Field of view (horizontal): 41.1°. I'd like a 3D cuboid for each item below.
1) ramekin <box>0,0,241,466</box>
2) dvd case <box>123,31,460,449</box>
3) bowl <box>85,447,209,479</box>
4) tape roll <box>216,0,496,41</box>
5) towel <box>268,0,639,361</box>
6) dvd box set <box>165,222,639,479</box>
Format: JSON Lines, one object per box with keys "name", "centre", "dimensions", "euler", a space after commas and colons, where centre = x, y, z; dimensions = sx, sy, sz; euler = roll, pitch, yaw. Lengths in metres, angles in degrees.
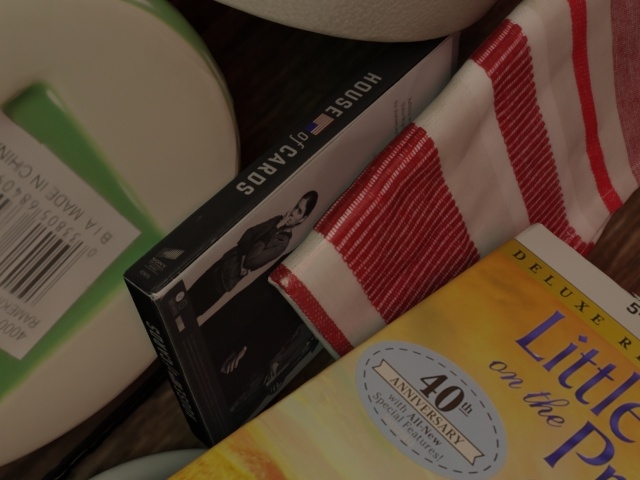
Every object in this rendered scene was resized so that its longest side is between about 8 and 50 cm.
{"name": "ramekin", "centre": [-0.184, -0.025, 0.410], "dimensions": [0.303, 0.303, 0.148], "euler": [-45, 56, -11]}
{"name": "dvd case", "centre": [0.000, 0.000, 0.511], "dimensions": [0.030, 0.179, 0.239], "euler": [33, 62, 26]}
{"name": "bowl", "centre": [-0.061, 0.280, 0.498], "dimensions": [0.298, 0.134, 0.297], "euler": [2, 86, -25]}
{"name": "tape roll", "centre": [-0.037, -0.271, 0.471], "dimensions": [0.392, 0.072, 0.391], "euler": [19, 46, -21]}
{"name": "towel", "centre": [0.131, -0.033, 0.555], "dimensions": [0.329, 0.037, 0.237], "euler": [-47, 140, -10]}
{"name": "dvd box set", "centre": [0.061, 0.199, 0.394], "dimensions": [0.421, 0.062, 0.307], "euler": [-32, 57, -20]}
